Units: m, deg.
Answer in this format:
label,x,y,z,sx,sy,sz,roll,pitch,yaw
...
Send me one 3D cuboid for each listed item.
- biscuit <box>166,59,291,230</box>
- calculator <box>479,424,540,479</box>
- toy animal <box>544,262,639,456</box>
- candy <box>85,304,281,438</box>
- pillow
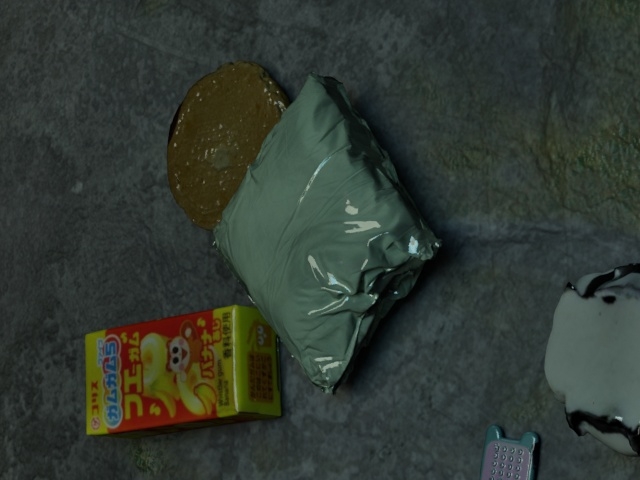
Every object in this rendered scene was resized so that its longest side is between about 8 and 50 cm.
label,x,y,z,sx,sy,sz,roll,pitch,yaw
biscuit,-0.115,-0.122,2.382,0.226,0.042,0.226,-9,75,37
calculator,0.206,0.280,2.056,0.094,0.019,0.141,6,85,38
toy animal,0.350,0.122,1.878,0.208,0.156,0.204,12,93,57
candy,-0.178,0.170,2.353,0.276,0.088,0.146,-11,77,39
pillow,0.000,0.000,2.206,0.283,0.138,0.310,-53,52,29
